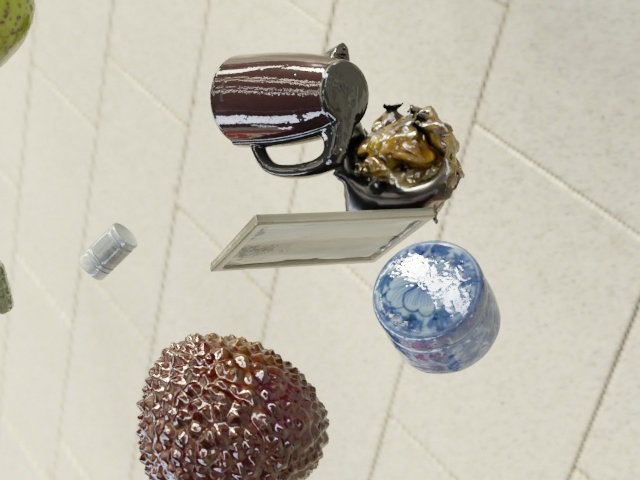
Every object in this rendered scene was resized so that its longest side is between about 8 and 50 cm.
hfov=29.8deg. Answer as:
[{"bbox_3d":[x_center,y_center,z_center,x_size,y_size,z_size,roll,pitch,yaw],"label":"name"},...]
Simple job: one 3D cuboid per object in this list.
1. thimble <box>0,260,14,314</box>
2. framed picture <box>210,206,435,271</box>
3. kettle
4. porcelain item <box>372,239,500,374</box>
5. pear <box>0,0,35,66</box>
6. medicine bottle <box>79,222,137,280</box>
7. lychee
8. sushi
[{"bbox_3d":[-0.412,0.062,1.381,0.084,0.110,0.062,-109,8,-83],"label":"thimble"},{"bbox_3d":[0.000,0.000,1.822,0.213,0.289,0.016,138,125,-58],"label":"framed picture"},{"bbox_3d":[-0.044,-0.195,1.816,0.232,0.144,0.202,3,80,45],"label":"kettle"},{"bbox_3d":[0.146,0.083,1.518,0.147,0.147,0.114,45,172,38],"label":"porcelain item"},{"bbox_3d":[-0.445,-0.301,1.321,0.164,0.238,0.255,-27,79,47],"label":"pear"},{"bbox_3d":[-0.368,0.019,2.087,0.091,0.058,0.058,-43,59,14],"label":"medicine bottle"},{"bbox_3d":[-0.137,0.292,1.852,0.330,0.306,0.306,57,139,17],"label":"lychee"},{"bbox_3d":[0.132,-0.117,1.918,0.204,0.213,0.200,-7,104,18],"label":"sushi"}]
